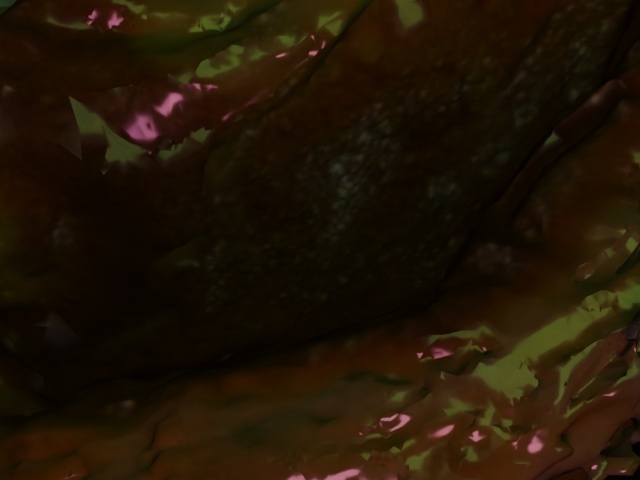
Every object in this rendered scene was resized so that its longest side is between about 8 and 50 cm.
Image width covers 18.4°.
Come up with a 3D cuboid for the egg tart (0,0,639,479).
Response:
[{"bbox_3d":[0.000,0.000,0.608,0.352,0.150,0.352,-15,36,11],"label":"egg tart"}]

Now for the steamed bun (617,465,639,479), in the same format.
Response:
[{"bbox_3d":[0.114,0.118,0.585,0.106,0.175,0.145,53,45,-5],"label":"steamed bun"}]
